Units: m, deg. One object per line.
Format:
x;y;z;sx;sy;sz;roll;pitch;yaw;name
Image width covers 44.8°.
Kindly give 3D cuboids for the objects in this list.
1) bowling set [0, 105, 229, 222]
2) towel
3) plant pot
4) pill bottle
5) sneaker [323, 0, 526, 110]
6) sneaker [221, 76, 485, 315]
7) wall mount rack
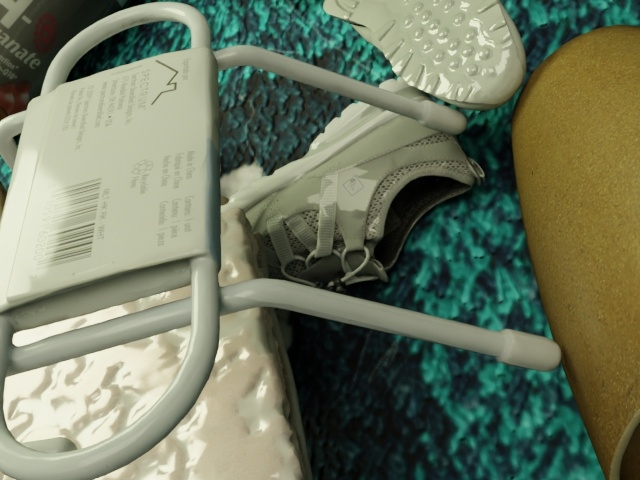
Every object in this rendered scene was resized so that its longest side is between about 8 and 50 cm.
-0.241;-0.016;0.673;0.287;0.200;0.154;-40;58;10;bowling set
-0.159;0.148;0.461;0.317;0.053;0.332;-21;45;5;towel
0.214;-0.011;0.447;0.237;0.237;0.254;-32;42;10;plant pot
-0.316;-0.268;0.826;0.176;0.176;0.318;39;88;33;pill bottle
0.092;-0.158;0.592;0.090;0.095;0.235;-49;39;14;sneaker
0.000;0.000;0.597;0.281;0.105;0.115;-44;62;6;sneaker
-0.048;-0.012;0.441;0.304;0.130;0.350;-15;46;6;wall mount rack
